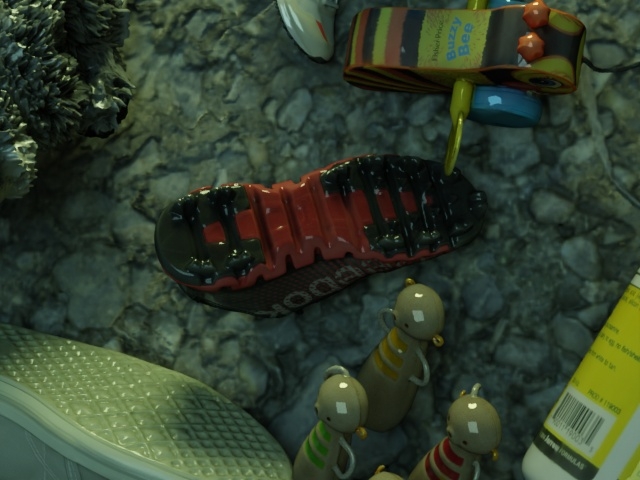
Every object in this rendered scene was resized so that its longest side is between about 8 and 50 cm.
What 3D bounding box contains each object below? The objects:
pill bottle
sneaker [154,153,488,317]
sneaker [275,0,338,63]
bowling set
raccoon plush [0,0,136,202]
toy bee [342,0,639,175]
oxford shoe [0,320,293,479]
[{"bbox_3d":[0.311,0.083,1.332,0.188,0.188,0.334,33,94,18],"label":"pill bottle"},{"bbox_3d":[0.000,0.000,1.489,0.276,0.135,0.097,-10,67,-7],"label":"sneaker"},{"bbox_3d":[-0.001,-0.235,1.535,0.075,0.057,0.161,-18,76,20],"label":"sneaker"},{"bbox_3d":[0.042,0.183,1.347,0.287,0.200,0.154,59,145,33],"label":"bowling set"},{"bbox_3d":[-0.314,-0.210,1.446,0.216,0.299,0.446,-6,105,16],"label":"raccoon plush"},{"bbox_3d":[0.149,-0.163,1.426,0.298,0.162,0.195,-14,76,15],"label":"toy bee"},{"bbox_3d":[-0.231,0.165,1.515,0.449,0.169,0.130,15,108,17],"label":"oxford shoe"}]
